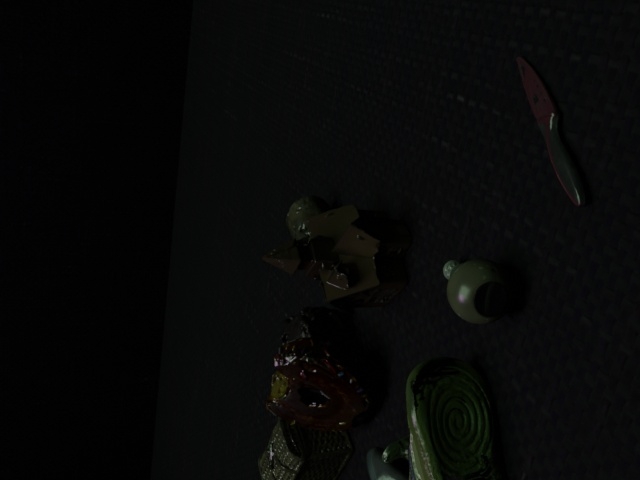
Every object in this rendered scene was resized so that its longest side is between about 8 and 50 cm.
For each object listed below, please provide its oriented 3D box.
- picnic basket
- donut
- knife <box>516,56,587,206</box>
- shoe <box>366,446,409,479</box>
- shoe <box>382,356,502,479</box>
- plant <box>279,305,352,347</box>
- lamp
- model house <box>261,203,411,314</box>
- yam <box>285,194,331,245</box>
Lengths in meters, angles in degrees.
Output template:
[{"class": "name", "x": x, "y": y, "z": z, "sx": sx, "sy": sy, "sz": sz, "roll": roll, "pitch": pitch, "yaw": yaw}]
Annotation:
[{"class": "picnic basket", "x": -0.042, "y": 0.457, "z": 1.422, "sx": 0.134, "sy": 0.154, "sz": 0.196, "roll": -112, "pitch": 31, "yaw": -41}, {"class": "donut", "x": 0.001, "y": 0.277, "z": 1.283, "sx": 0.096, "sy": 0.216, "sz": 0.230, "roll": -72, "pitch": -15, "yaw": -49}, {"class": "knife", "x": 0.294, "y": -0.149, "z": 0.845, "sx": 0.035, "sy": 0.018, "sz": 0.247, "roll": 122, "pitch": 142, "yaw": -54}, {"class": "shoe", "x": 0.143, "y": 0.437, "z": 1.130, "sx": 0.078, "sy": 0.079, "sz": 0.195, "roll": -35, "pitch": 41, "yaw": 20}, {"class": "shoe", "x": 0.175, "y": 0.305, "z": 0.949, "sx": 0.128, "sy": 0.140, "sz": 0.262, "roll": -34, "pitch": 64, "yaw": 50}, {"class": "plant", "x": -0.024, "y": 0.225, "z": 1.402, "sx": 0.203, "sy": 0.131, "sz": 0.142, "roll": 118, "pitch": 158, "yaw": -44}, {"class": "lamp", "x": 0.214, "y": 0.061, "z": 0.952, "sx": 0.163, "sy": 0.091, "sz": 0.090, "roll": -127, "pitch": 42, "yaw": -74}, {"class": "model house", "x": 0.018, "y": 0.021, "z": 1.180, "sx": 0.176, "sy": 0.248, "sz": 0.180, "roll": 122, "pitch": 140, "yaw": -49}, {"class": "yam", "x": 0.000, "y": 0.000, "z": 1.401, "sx": 0.194, "sy": 0.107, "sz": 0.107, "roll": -116, "pitch": 35, "yaw": -44}]
